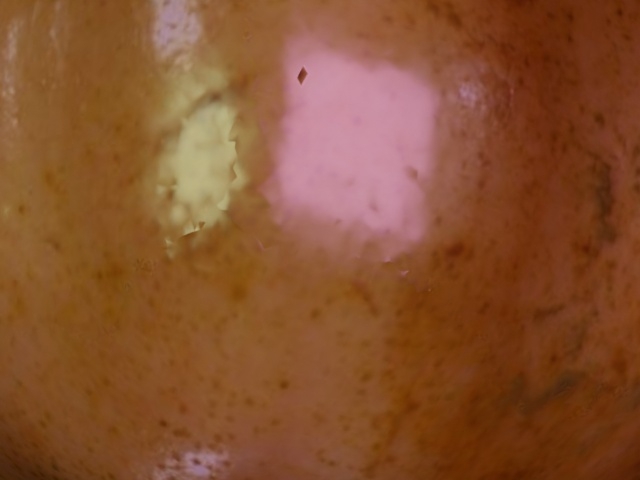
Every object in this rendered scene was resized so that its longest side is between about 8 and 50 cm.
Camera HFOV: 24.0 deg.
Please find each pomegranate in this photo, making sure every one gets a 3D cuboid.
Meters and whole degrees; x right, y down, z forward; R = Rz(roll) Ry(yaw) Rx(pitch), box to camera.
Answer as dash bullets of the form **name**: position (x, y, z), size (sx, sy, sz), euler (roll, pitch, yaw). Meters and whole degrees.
- **pomegranate**: position (0.000, 0.000, 0.681), size (0.417, 0.416, 0.416), euler (2, 83, -14)
